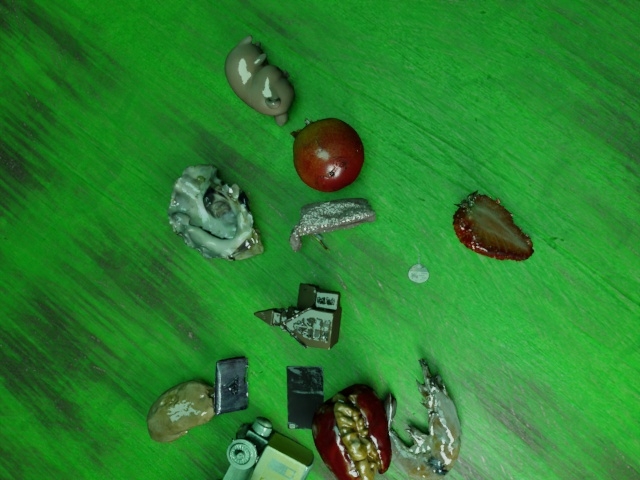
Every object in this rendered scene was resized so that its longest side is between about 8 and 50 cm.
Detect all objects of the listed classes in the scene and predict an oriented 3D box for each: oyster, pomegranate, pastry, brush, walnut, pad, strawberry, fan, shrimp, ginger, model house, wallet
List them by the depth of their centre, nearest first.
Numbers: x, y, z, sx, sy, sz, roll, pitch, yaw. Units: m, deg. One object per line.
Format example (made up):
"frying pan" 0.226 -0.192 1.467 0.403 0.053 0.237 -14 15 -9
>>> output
"walnut" 0.099 0.550 1.754 0.221 0.244 0.269 -24 94 -10
"strawberry" 0.458 -0.017 1.757 0.175 0.107 0.236 -30 84 -27
"pomegranate" 0.015 -0.248 1.790 0.210 0.210 0.235 -48 57 8
"shrimp" 0.280 0.513 1.808 0.246 0.085 0.361 -1 94 18
"model house" -0.072 0.208 1.817 0.247 0.181 0.176 7 91 10
"pastry" 0.024 -0.065 1.830 0.265 0.103 0.112 -20 76 2
"fan" 0.279 0.088 1.836 0.060 0.003 0.080 -27 86 9
"brush" 0.000 0.000 1.885 0.083 0.019 0.021 43 88 10
"wallet" -0.270 0.435 1.903 0.030 0.111 0.166 3 92 51
"pad" -0.046 0.474 1.904 0.116 0.004 0.193 -1 89 11
"oyster" -0.314 -0.070 1.906 0.351 0.115 0.238 38 89 4
"ginger" -0.419 0.512 1.916 0.267 0.152 0.138 -34 55 14

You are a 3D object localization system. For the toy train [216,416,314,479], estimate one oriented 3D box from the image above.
"toy train" -0.198 0.729 1.864 0.253 0.160 0.397 27 95 4

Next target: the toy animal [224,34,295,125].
"toy animal" -0.179 -0.466 1.849 0.154 0.166 0.250 -44 76 18
